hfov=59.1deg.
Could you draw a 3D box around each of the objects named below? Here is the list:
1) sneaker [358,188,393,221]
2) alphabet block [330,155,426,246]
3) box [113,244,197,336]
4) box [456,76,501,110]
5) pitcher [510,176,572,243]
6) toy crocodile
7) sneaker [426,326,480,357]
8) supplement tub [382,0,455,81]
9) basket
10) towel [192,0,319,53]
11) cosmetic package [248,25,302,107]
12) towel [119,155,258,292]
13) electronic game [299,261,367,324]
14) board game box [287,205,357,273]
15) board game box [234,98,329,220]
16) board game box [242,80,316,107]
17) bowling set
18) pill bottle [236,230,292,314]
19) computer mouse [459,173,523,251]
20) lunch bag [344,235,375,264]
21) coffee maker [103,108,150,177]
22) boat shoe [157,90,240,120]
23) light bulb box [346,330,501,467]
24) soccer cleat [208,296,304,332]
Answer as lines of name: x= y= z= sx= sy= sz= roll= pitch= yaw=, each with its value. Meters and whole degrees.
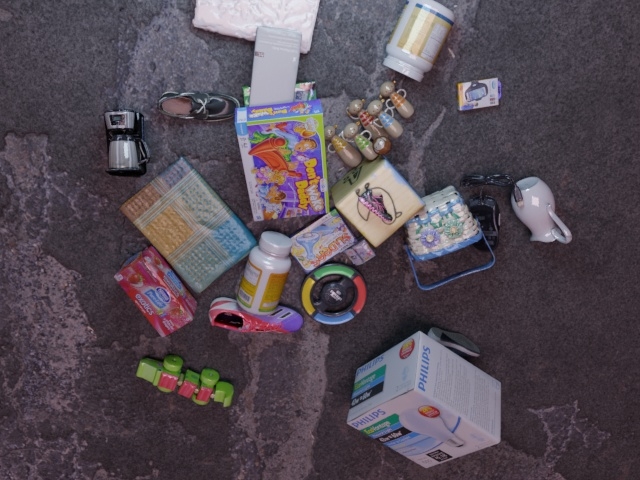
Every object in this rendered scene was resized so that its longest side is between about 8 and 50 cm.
sneaker: x=0.165 y=-0.100 z=1.590 sx=0.119 sy=0.047 sz=0.057 roll=37 pitch=93 yaw=-17
alphabet block: x=0.167 y=-0.132 z=1.701 sx=0.197 sy=0.193 sz=0.192 roll=-42 pitch=106 yaw=11
box: x=-0.517 y=0.158 z=1.793 sx=0.122 sy=0.128 sz=0.257 roll=-30 pitch=109 yaw=7
box: x=0.479 y=-0.441 z=1.695 sx=0.136 sy=0.028 sz=0.081 roll=-9 pitch=111 yaw=1
pitcher: x=0.694 y=-0.088 z=1.763 sx=0.125 sy=0.177 sz=0.207 roll=-35 pitch=111 yaw=-13
toy crocodile: x=-0.461 y=0.487 z=1.933 sx=0.340 sy=0.105 sz=0.115 roll=23 pitch=107 yaw=-12
sneaker: x=0.435 y=0.400 z=1.981 sx=0.226 sy=0.086 sz=0.164 roll=21 pitch=117 yaw=-20
supplement tub: x=0.270 y=-0.560 z=1.572 sx=0.144 sy=0.144 sz=0.200 roll=22 pitch=108 yaw=-12
basket: x=0.379 y=0.000 z=1.757 sx=0.254 sy=0.201 sz=0.289 roll=-24 pitch=115 yaw=11
towel: x=-0.160 y=-0.705 z=1.537 sx=0.331 sy=0.053 sz=0.317 roll=11 pitch=109 yaw=-8
cosmetic package: x=-0.128 y=-0.459 z=1.554 sx=0.127 sy=0.107 sz=0.238 roll=4 pitch=109 yaw=-8
towel: x=-0.407 y=-0.044 z=1.776 sx=0.271 sy=0.040 sz=0.370 roll=-37 pitch=107 yaw=8
electronic game: x=0.045 y=0.180 z=1.885 sx=0.229 sy=0.048 sz=0.230 roll=-1 pitch=110 yaw=-3
board game box: x=0.000 y=0.000 z=1.821 sx=0.201 sy=0.035 sz=0.136 roll=-34 pitch=109 yaw=9
board game box: x=-0.101 y=-0.220 z=1.610 sx=0.233 sy=0.078 sz=0.347 roll=-7 pitch=134 yaw=-1
board game box: x=-0.109 y=-0.308 z=1.692 sx=0.213 sy=0.046 sz=0.318 roll=-4 pitch=111 yaw=-2
bowling set: x=0.147 y=-0.336 z=1.626 sx=0.287 sy=0.200 sz=0.154 roll=-44 pitch=106 yaw=8
pill bottle: x=-0.171 y=0.100 z=1.782 sx=0.136 sy=0.136 sz=0.246 roll=16 pitch=113 yaw=-10
computer mouse: x=0.556 y=-0.094 z=1.785 sx=0.184 sy=0.060 sz=0.262 roll=-4 pitch=108 yaw=35
lunch bag: x=0.128 y=0.037 z=1.836 sx=0.083 sy=0.053 sz=0.071 roll=-31 pitch=109 yaw=17
coffee maker: x=-0.566 y=-0.278 z=1.628 sx=0.120 sy=0.171 sz=0.179 roll=-3 pitch=90 yaw=-26
boat shoe: x=-0.351 y=-0.385 z=1.630 sx=0.232 sy=0.079 sz=0.084 roll=3 pitch=109 yaw=-7
light bulb box: x=0.343 y=0.540 z=1.879 sx=0.361 sy=0.225 sz=0.358 roll=33 pitch=134 yaw=-15
soccer cleat: x=-0.211 y=0.266 z=1.861 sx=0.317 sy=0.116 sz=0.109 roll=11 pitch=109 yaw=-8
